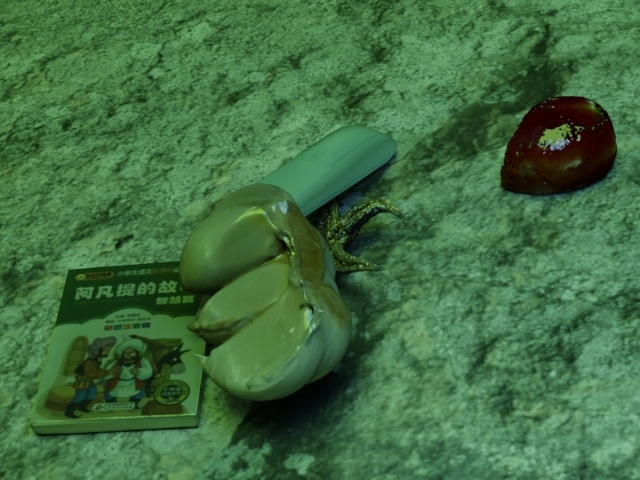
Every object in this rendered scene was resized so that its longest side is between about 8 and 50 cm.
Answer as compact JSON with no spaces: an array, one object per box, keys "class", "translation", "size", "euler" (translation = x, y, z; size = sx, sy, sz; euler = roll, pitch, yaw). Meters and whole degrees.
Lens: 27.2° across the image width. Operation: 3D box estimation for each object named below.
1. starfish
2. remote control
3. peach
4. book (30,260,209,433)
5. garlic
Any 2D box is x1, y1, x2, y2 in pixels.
[{"class":"starfish","translation":[0.003,0.006,1.706],"size":[0.213,0.057,0.238],"euler":[-33,39,-9]},{"class":"remote control","translation":[-0.009,-0.092,1.773],"size":[0.103,0.051,0.293],"euler":[12,31,31]},{"class":"peach","translation":[0.317,-0.132,1.769],"size":[0.172,0.092,0.127],"euler":[-21,46,-15]},{"class":"book","translation":[-0.236,0.127,1.636],"size":[0.202,0.027,0.264],"euler":[-4,42,7]},{"class":"garlic","translation":[-0.068,0.069,1.568],"size":[0.203,0.185,0.281],"euler":[-34,63,19]}]
